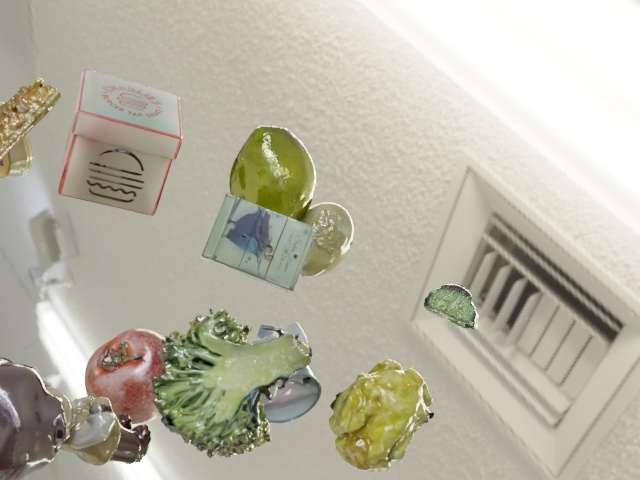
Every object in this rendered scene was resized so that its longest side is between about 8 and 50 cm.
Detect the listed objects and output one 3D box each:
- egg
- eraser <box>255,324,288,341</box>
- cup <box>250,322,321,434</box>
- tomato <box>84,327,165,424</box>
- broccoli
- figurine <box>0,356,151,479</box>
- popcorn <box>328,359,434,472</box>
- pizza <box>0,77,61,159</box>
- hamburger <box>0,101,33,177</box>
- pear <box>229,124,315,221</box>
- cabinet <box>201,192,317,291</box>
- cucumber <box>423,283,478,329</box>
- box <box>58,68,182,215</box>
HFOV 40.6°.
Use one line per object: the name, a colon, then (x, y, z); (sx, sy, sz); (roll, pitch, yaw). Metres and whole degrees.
egg: (-0.002, -0.002, 2.167); (0.164, 0.201, 0.164); (34, -6, 4)
eraser: (-0.164, 0.360, 2.820); (0.404, 0.097, 0.098); (107, -3, -73)
cup: (-0.105, 0.323, 2.077); (0.173, 0.168, 0.299); (55, -50, 48)
tomato: (-0.512, 0.386, 2.404); (0.270, 0.270, 0.227); (28, -26, 47)
broccoli: (-0.144, 0.242, 1.495); (0.180, 0.273, 0.242); (89, -24, -76)
figurine: (-0.447, 0.293, 1.438); (0.218, 0.365, 0.206); (33, -70, 41)
popcorn: (0.155, 0.444, 2.177); (0.215, 0.286, 0.252); (32, -11, 34)
pizza: (-0.740, -0.255, 2.034); (0.087, 0.268, 0.258); (42, -23, -17)
hamburger: (-0.859, -0.269, 2.335); (0.173, 0.116, 0.210); (1, -70, 24)
pear: (-0.116, -0.147, 2.109); (0.212, 0.213, 0.269); (-15, -105, 58)
cabinet: (-0.136, 0.007, 1.867); (0.150, 0.206, 0.145); (159, -48, -81)
cucumber: (0.312, 0.153, 1.985); (0.115, 0.085, 0.193); (15, -14, 20)
box: (-0.616, -0.299, 2.658); (0.312, 0.315, 0.300); (-107, -144, -55)
